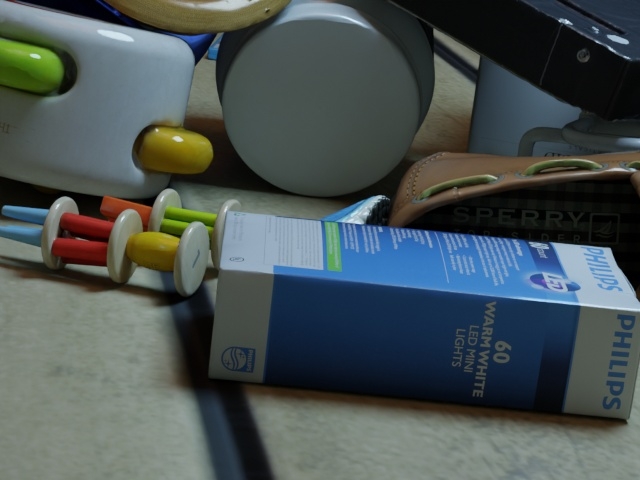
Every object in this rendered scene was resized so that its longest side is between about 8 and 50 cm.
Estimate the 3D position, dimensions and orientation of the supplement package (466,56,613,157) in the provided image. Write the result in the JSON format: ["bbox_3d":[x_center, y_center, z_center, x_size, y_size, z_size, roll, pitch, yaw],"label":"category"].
[{"bbox_3d":[0.255,-0.217,1.749,0.178,0.293,0.175,9,15,10],"label":"supplement package"}]

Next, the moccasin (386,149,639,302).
[{"bbox_3d":[0.236,-0.005,1.276,0.380,0.139,0.147,8,17,7],"label":"moccasin"}]

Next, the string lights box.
[{"bbox_3d":[0.063,0.044,1.146,0.260,0.076,0.133,6,16,-2],"label":"string lights box"}]

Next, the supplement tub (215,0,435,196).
[{"bbox_3d":[0.007,-0.171,1.627,0.191,0.191,0.272,7,27,0],"label":"supplement tub"}]

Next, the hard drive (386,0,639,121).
[{"bbox_3d":[0.179,-0.201,1.506,0.339,0.064,0.237,35,28,32],"label":"hard drive"}]

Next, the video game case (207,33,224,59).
[{"bbox_3d":[-0.066,-0.233,2.190,0.119,0.015,0.166,8,16,3],"label":"video game case"}]

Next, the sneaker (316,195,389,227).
[{"bbox_3d":[0.000,0.000,1.305,0.073,0.063,0.162,10,15,24],"label":"sneaker"}]

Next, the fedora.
[{"bbox_3d":[-0.113,-0.225,1.500,0.194,0.079,0.194,8,55,-12],"label":"fedora"}]

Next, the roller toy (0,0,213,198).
[{"bbox_3d":[-0.203,-0.108,1.448,0.209,0.146,0.191,9,8,-28],"label":"roller toy"}]

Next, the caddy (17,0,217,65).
[{"bbox_3d":[-0.217,-0.247,1.602,0.179,0.241,0.341,40,4,34],"label":"caddy"}]

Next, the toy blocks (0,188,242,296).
[{"bbox_3d":[-0.144,-0.008,1.286,0.148,0.054,0.123,11,17,15],"label":"toy blocks"}]

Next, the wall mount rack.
[{"bbox_3d":[0.341,-0.045,1.510,0.304,0.130,0.350,11,16,27],"label":"wall mount rack"}]
